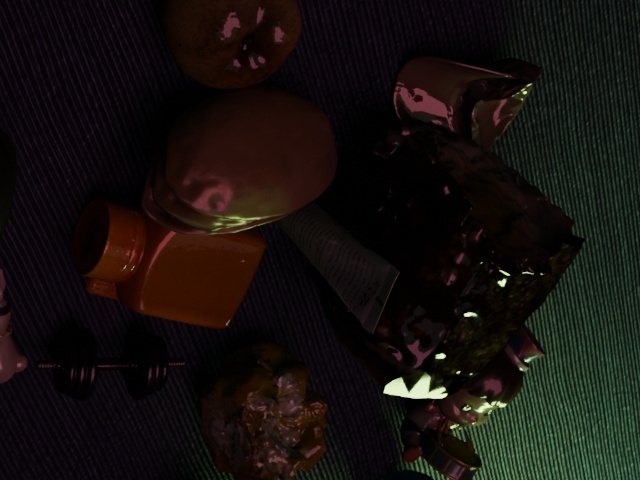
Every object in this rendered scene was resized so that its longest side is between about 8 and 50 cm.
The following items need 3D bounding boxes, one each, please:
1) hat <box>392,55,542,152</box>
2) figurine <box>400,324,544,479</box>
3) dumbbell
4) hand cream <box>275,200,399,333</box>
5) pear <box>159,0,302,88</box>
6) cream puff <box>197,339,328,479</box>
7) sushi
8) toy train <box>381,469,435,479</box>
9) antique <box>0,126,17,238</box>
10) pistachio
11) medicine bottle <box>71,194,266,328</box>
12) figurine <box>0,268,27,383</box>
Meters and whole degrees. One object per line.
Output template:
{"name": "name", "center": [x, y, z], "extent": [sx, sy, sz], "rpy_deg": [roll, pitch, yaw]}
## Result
{"name": "hat", "center": [0.202, -0.216, 1.789], "extent": [0.173, 0.144, 0.166], "rpy_deg": [34, 128, 1]}
{"name": "figurine", "center": [0.238, 0.242, 2.001], "extent": [0.161, 0.158, 0.276], "rpy_deg": [13, 110, -44]}
{"name": "dumbbell", "center": [-0.280, 0.165, 1.701], "extent": [0.208, 0.099, 0.099], "rpy_deg": [2, 115, -30]}
{"name": "hand cream", "center": [0.000, 0.000, 1.617], "extent": [0.058, 0.331, 0.085], "rpy_deg": [16, 108, -33]}
{"name": "pear", "center": [-0.110, -0.261, 1.530], "extent": [0.167, 0.137, 0.167], "rpy_deg": [-14, 138, -13]}
{"name": "cream puff", "center": [-0.077, 0.251, 1.833], "extent": [0.194, 0.194, 0.221], "rpy_deg": [-15, 111, -22]}
{"name": "sushi", "center": [0.152, 0.018, 1.723], "extent": [0.281, 0.299, 0.294], "rpy_deg": [-9, 142, -53]}
{"name": "toy train", "center": [0.141, 0.522, 2.018], "extent": [0.300, 0.265, 0.188], "rpy_deg": [-24, 126, -38]}
{"name": "antique", "center": [-0.474, -0.024, 1.431], "extent": [0.255, 0.185, 0.322], "rpy_deg": [14, 105, -33]}
{"name": "pistachio", "center": [-0.094, -0.103, 1.595], "extent": [0.293, 0.181, 0.162], "rpy_deg": [-25, 169, -45]}
{"name": "medicine bottle", "center": [-0.201, 0.018, 1.653], "extent": [0.222, 0.112, 0.149], "rpy_deg": [15, 108, -35]}
{"name": "figurine", "center": [-0.431, 0.113, 1.597], "extent": [0.098, 0.081, 0.146], "rpy_deg": [-18, 124, -19]}
